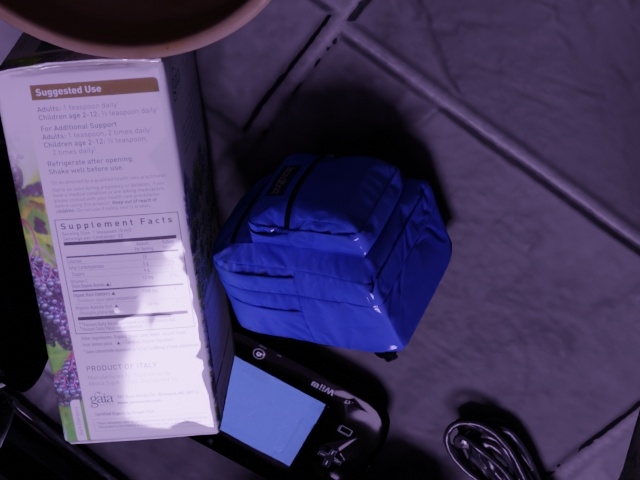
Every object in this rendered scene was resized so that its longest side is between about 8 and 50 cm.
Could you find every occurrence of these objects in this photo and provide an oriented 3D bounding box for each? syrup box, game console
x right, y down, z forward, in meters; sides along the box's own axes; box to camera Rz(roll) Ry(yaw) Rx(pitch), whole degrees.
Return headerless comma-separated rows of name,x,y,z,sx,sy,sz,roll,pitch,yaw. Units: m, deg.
syrup box,-0.112,-0.008,0.880,0.096,0.093,0.236,-4,117,5
game console,-0.120,0.052,1.006,0.361,0.044,0.213,28,133,-1

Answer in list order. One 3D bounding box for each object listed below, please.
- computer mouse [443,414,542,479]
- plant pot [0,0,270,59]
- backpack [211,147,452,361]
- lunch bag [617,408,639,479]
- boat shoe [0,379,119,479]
computer mouse,0.065,0.238,1.039,0.262,0.060,0.184,-39,104,14
plant pot,-0.098,-0.215,0.735,0.237,0.109,0.237,11,130,13
backpack,0.000,0.000,0.879,0.120,0.098,0.101,2,130,33
lunch bag,0.293,0.103,0.729,0.305,0.256,0.212,15,131,11
boat shoe,-0.258,0.135,1.087,0.105,0.113,0.306,-34,112,32
